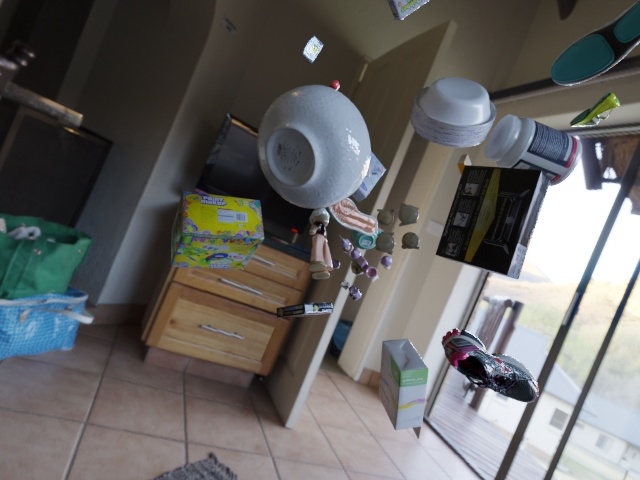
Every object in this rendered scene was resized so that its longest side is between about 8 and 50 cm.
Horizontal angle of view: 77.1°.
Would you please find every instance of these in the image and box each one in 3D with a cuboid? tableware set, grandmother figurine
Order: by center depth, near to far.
[{"bbox_3d":[0.247,-0.037,1.298,0.141,0.169,0.020,0,4,17],"label":"tableware set"},{"bbox_3d":[0.000,0.000,1.754,0.103,0.343,0.208,-2,-36,3],"label":"grandmother figurine"}]

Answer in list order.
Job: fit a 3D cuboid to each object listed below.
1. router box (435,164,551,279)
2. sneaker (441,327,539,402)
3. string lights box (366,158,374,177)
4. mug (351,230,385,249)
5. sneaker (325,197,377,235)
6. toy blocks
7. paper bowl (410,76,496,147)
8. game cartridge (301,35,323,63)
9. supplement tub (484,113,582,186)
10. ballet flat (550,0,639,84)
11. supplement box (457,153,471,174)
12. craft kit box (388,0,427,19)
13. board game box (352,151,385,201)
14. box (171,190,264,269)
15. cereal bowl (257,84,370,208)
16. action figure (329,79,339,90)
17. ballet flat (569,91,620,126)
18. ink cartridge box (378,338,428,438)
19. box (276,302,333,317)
[{"bbox_3d":[0.513,-0.064,1.213,0.081,0.309,0.243,17,2,-40],"label":"router box"},{"bbox_3d":[0.468,0.371,1.115,0.299,0.121,0.112,29,23,-3],"label":"sneaker"},{"bbox_3d":[0.088,-0.345,1.742,0.259,0.077,0.133,20,-1,44],"label":"string lights box"},{"bbox_3d":[0.231,-0.026,1.961,0.129,0.157,0.097,57,15,-26],"label":"mug"},{"bbox_3d":[0.102,-0.103,1.638,0.121,0.108,0.302,20,-7,47],"label":"sneaker"},{"bbox_3d":[0.203,0.119,2.218,0.288,0.309,0.260,47,-3,19],"label":"toy blocks"},{"bbox_3d":[0.472,-0.467,1.414,0.284,0.284,0.148,23,-40,16],"label":"paper bowl"},{"bbox_3d":[-0.031,-0.695,1.455,0.056,0.083,0.017,32,-1,-27],"label":"game cartridge"},{"bbox_3d":[0.765,-0.326,1.454,0.272,0.191,0.191,21,0,-3],"label":"supplement tub"},{"bbox_3d":[0.916,-0.620,1.232,0.139,0.139,0.400,23,-22,-12],"label":"ballet flat"},{"bbox_3d":[0.719,-0.381,2.005,0.036,0.098,0.062,-10,-58,38],"label":"supplement box"},{"bbox_3d":[0.306,-0.906,1.305,0.247,0.249,0.061,54,4,-35],"label":"craft kit box"},{"bbox_3d":[0.172,-0.404,2.071,0.319,0.318,0.066,49,-47,-10],"label":"board game box"},{"bbox_3d":[-0.404,-0.025,1.543,0.289,0.177,0.279,5,-31,-27],"label":"box"},{"bbox_3d":[-0.043,-0.237,1.088,0.338,0.339,0.141,23,34,22],"label":"cereal bowl"},{"bbox_3d":[-0.028,-0.347,1.200,0.091,0.280,0.139,37,10,5],"label":"action figure"},{"bbox_3d":[1.120,-0.512,1.639,0.077,0.077,0.231,42,-11,6],"label":"ballet flat"},{"bbox_3d":[0.323,0.603,1.615,0.119,0.354,0.207,-4,21,-10],"label":"ink cartridge box"},{"bbox_3d":[-0.078,0.333,1.915,0.175,0.051,0.220,7,-17,-42],"label":"box"}]
